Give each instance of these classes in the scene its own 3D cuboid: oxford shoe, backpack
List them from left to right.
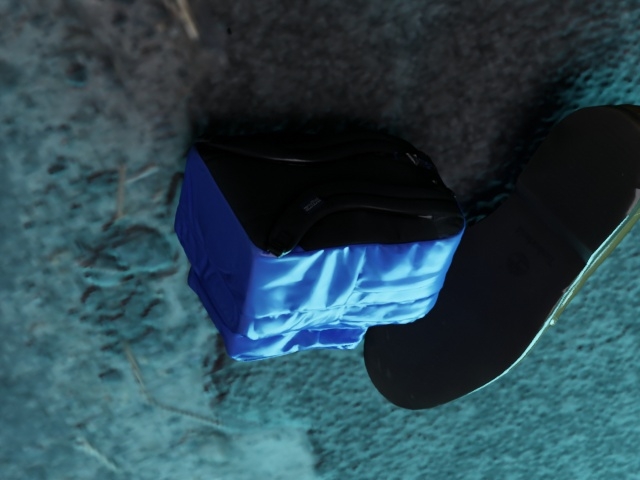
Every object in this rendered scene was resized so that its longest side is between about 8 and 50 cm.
[{"bbox_3d":[0.000,0.000,0.940,0.120,0.098,0.101,-9,138,-25],"label":"backpack"},{"bbox_3d":[0.105,0.012,0.998,0.212,0.076,0.076,-45,165,30],"label":"oxford shoe"}]
